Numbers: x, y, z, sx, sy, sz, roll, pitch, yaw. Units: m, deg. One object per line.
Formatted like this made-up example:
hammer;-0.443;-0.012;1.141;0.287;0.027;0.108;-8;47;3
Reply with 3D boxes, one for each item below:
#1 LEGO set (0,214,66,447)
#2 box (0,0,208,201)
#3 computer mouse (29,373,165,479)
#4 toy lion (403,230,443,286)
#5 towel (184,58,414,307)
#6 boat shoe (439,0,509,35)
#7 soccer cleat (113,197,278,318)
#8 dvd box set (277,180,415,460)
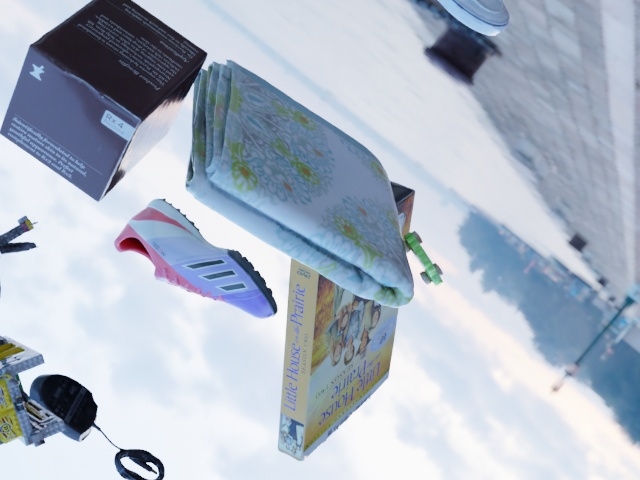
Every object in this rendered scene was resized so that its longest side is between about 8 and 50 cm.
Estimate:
LEGO set;-0.431;0.131;1.097;0.255;0.331;0.192;-11;-172;-31
box;-0.289;-0.200;1.312;0.168;0.167;0.203;36;-138;-3
computer mouse;-0.318;0.274;1.379;0.242;0.041;0.071;46;-141;-19
toy lion;0.157;0.029;1.479;0.100;0.034;0.096;56;-178;-13
towel;-0.030;-0.086;1.441;0.374;0.090;0.320;30;-149;-24
boat shoe;0.309;-0.626;2.131;0.136;0.156;0.367;-27;-104;-37
soccer cleat;-0.206;0.051;1.619;0.318;0.116;0.108;36;153;25
dvd box set;0.044;0.139;1.695;0.062;0.420;0.307;23;-146;27
